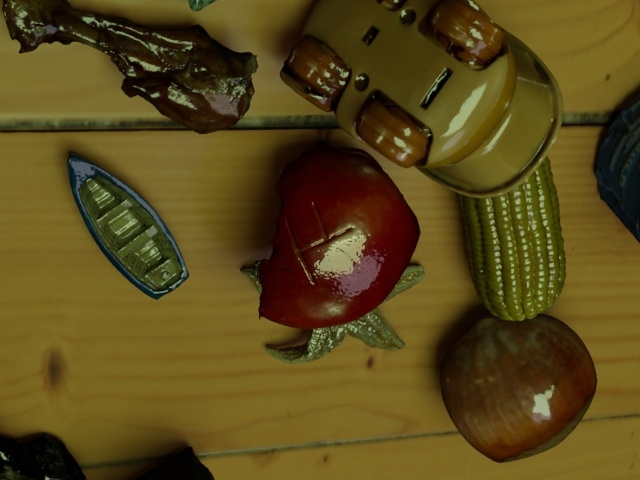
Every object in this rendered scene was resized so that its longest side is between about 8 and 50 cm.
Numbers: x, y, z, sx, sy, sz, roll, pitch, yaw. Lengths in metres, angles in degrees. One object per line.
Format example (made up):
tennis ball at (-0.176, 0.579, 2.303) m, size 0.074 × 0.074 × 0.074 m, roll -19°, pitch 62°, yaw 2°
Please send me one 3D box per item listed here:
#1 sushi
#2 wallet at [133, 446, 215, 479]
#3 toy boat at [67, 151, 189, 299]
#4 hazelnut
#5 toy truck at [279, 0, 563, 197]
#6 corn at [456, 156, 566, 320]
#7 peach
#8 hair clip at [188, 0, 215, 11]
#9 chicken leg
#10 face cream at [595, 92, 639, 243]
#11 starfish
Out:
sushi at (-0.385, 0.302, 1.834) m, size 0.213 × 0.115 × 0.147 m, roll 15°, pitch 111°, yaw -27°
wallet at (-0.308, 0.418, 1.863) m, size 0.406 × 0.228 × 0.062 m, roll -33°, pitch 108°, yaw -2°
toy boat at (-0.236, -0.024, 1.755) m, size 0.080 × 0.046 × 0.229 m, roll -36°, pitch 124°, yaw 0°
hazelnut at (0.266, 0.190, 2.001) m, size 0.214 × 0.176 × 0.214 m, roll -3°, pitch 104°, yaw -14°
toy truck at (0.116, -0.188, 1.686) m, size 0.204 × 0.288 × 0.212 m, roll -55°, pitch 147°, yaw 9°
corn at (0.233, -0.056, 1.880) m, size 0.131 × 0.131 × 0.344 m, roll -23°, pitch 123°, yaw -9°
peach at (0.000, 0.000, 1.777) m, size 0.226 × 0.190 × 0.196 m, roll -36°, pitch 127°, yaw 2°
hair clip at (-0.057, -0.329, 1.664) m, size 0.229 × 0.036 × 0.066 m, roll -36°, pitch 129°, yaw -8°
chicken leg at (-0.211, -0.212, 1.646) m, size 0.304 × 0.093 × 0.113 m, roll 23°, pitch 90°, yaw -22°
face cream at (0.506, -0.069, 1.925) m, size 0.249 × 0.225 × 0.249 m, roll -11°, pitch 124°, yaw -16°
starfish at (0.029, 0.069, 1.919) m, size 0.277 × 0.062 × 0.235 m, roll 28°, pitch 99°, yaw -27°
